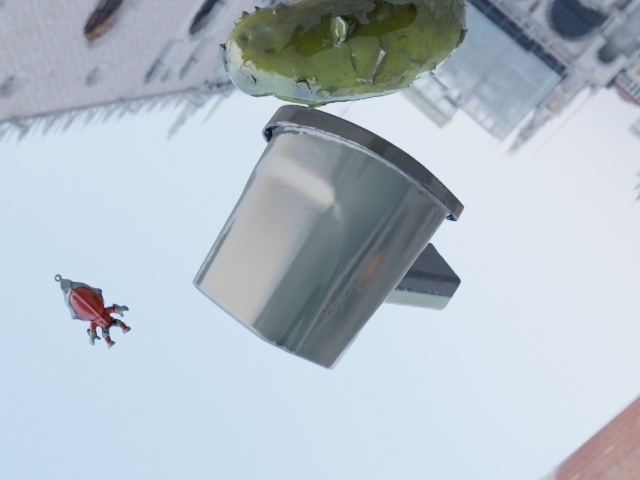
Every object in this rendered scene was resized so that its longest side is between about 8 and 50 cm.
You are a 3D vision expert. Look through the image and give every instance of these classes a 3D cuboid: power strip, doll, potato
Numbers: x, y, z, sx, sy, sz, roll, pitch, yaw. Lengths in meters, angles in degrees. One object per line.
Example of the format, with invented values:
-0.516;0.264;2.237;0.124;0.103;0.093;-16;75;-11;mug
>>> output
0.087;0.040;1.283;0.257;0.070;0.105;9;-146;-33;power strip
-0.284;0.081;1.084;0.114;0.057;0.039;48;-171;-14;doll
0.025;-0.172;0.744;0.225;0.090;0.117;-22;-120;-20;potato

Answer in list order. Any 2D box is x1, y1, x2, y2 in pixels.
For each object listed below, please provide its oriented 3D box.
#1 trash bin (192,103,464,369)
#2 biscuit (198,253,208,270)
0.000;0.000;1.036;0.219;0.250;0.220;32;179;38;trash bin
-0.077;0.037;1.597;0.305;0.305;0.038;-82;-16;-62;biscuit
